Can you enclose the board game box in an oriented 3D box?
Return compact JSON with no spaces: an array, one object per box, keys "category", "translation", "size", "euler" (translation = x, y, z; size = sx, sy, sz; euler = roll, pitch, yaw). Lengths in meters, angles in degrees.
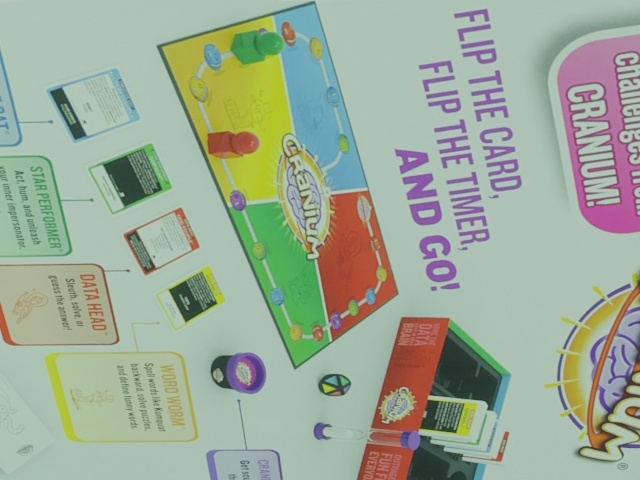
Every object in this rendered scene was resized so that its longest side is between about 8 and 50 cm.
[{"category":"board game box","translation":[0.000,0.000,0.481],"size":[0.317,0.064,0.242],"euler":[0,130,5]}]
